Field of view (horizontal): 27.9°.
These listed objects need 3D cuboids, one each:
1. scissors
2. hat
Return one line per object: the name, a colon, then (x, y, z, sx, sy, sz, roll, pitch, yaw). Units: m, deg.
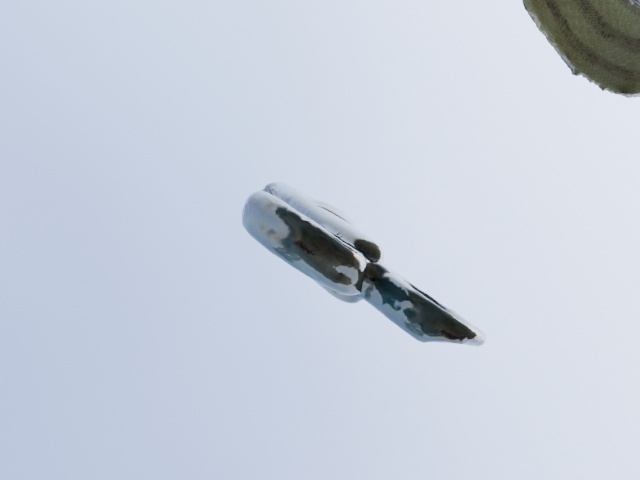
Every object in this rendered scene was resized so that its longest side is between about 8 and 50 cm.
scissors: (0.000, 0.000, 0.726, 0.138, 0.289, 0.041, 29, -88, -16)
hat: (0.254, -0.240, 0.967, 0.252, 0.110, 0.252, 8, -102, -38)
